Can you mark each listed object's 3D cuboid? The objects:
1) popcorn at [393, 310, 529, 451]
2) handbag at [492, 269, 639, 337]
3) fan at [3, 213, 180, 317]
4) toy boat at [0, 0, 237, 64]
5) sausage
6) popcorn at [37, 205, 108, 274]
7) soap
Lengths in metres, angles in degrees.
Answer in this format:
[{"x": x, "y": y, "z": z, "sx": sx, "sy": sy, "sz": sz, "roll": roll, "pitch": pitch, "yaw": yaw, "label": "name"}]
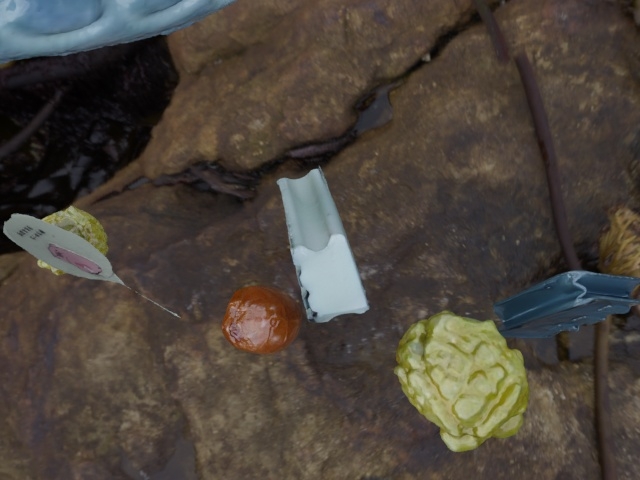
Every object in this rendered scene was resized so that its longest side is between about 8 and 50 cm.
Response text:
[{"x": 0.227, "y": 0.216, "z": 1.149, "sx": 0.195, "sy": 0.256, "sz": 0.255, "roll": -43, "pitch": 113, "yaw": -14, "label": "popcorn"}, {"x": 0.435, "y": 0.117, "z": 1.254, "sx": 0.179, "sy": 0.229, "sz": 0.062, "roll": 6, "pitch": 66, "yaw": -27, "label": "handbag"}, {"x": -0.343, "y": 0.050, "z": 1.096, "sx": 0.182, "sy": 0.310, "sz": 0.010, "roll": -19, "pitch": 44, "yaw": 51, "label": "fan"}, {"x": -0.130, "y": -0.189, "z": 0.287, "sx": 0.329, "sy": 0.123, "sz": 0.215, "roll": -19, "pitch": 85, "yaw": -30, "label": "toy boat"}, {"x": -0.100, "y": 0.147, "z": 1.298, "sx": 0.133, "sy": 0.258, "sz": 0.133, "roll": 0, "pitch": 86, "yaw": 4, "label": "sausage"}, {"x": -0.416, "y": 0.001, "z": 1.174, "sx": 0.120, "sy": 0.106, "sz": 0.116, "roll": 24, "pitch": 64, "yaw": -8, "label": "popcorn"}, {"x": 0.000, "y": 0.000, "z": 1.094, "sx": 0.094, "sy": 0.261, "sz": 0.150, "roll": -14, "pitch": 121, "yaw": 0, "label": "soap"}]
